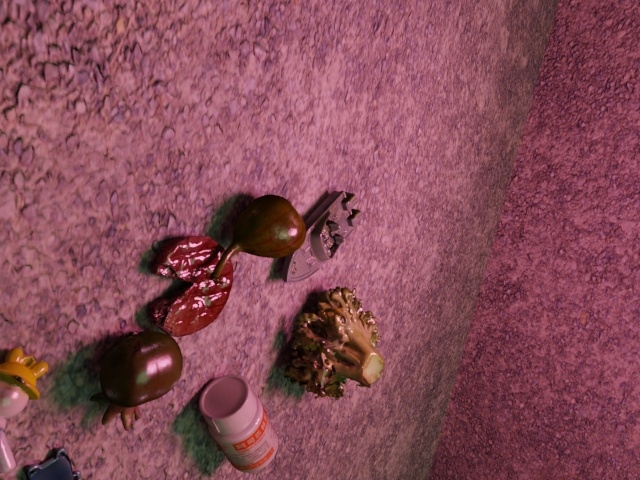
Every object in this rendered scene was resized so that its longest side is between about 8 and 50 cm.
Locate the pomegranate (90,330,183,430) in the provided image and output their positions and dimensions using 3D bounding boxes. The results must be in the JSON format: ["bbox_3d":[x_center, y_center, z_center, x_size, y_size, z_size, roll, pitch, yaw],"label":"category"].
[{"bbox_3d":[-0.355,0.265,0.868,0.152,0.131,0.191,-8,133,-57],"label":"pomegranate"}]

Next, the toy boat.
[{"bbox_3d":[0.000,0.000,1.241,0.319,0.092,0.141,-49,137,-27],"label":"toy boat"}]

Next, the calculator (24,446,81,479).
[{"bbox_3d":[-0.496,0.452,0.839,0.094,0.019,0.141,-26,126,-45],"label":"calculator"}]

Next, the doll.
[{"bbox_3d":[-0.504,0.275,0.661,0.099,0.135,0.241,103,9,-53],"label":"doll"}]

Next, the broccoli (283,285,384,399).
[{"bbox_3d":[0.044,0.312,1.342,0.324,0.272,0.334,44,71,-9],"label":"broccoli"}]

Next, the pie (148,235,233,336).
[{"bbox_3d":[-0.273,0.095,0.955,0.204,0.054,0.219,13,92,-54],"label":"pie"}]

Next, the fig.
[{"bbox_3d":[-0.156,0.004,1.004,0.259,0.151,0.151,-37,133,-25],"label":"fig"}]

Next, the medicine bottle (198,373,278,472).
[{"bbox_3d":[-0.203,0.459,1.131,0.144,0.144,0.252,-44,133,-33],"label":"medicine bottle"}]
